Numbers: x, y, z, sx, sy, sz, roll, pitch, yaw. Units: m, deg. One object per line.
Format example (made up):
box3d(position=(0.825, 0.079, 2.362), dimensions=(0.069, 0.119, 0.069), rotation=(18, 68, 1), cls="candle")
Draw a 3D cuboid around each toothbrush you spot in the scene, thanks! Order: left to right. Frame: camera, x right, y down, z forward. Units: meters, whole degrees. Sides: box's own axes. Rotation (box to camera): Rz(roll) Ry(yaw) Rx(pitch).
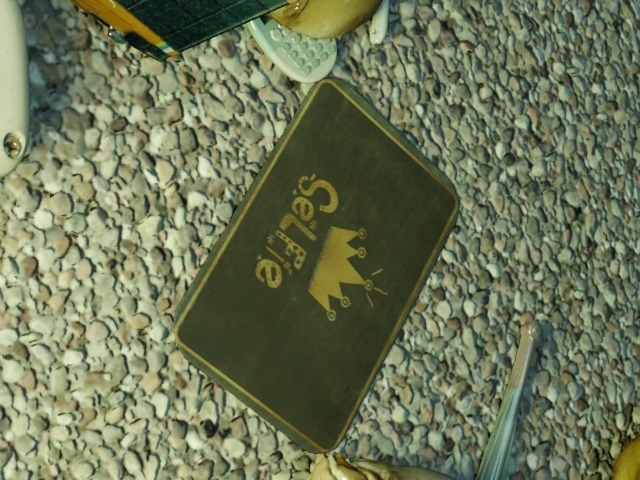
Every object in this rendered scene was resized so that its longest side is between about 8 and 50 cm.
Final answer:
box3d(position=(0.087, -0.346, 1.507), dimensions=(0.026, 0.022, 0.263), rotation=(23, 70, -44), cls="toothbrush")

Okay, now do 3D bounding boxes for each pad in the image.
box3d(position=(-0.001, 0.000, 1.373), dimensions=(0.315, 0.063, 0.375), rotation=(39, 63, -22), cls="pad")

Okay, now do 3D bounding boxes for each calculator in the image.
box3d(position=(-0.038, -0.241, 1.406), dimensions=(0.095, 0.021, 0.153), rotation=(-44, 105, -31), cls="calculator")

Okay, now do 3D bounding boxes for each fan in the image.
box3d(position=(0.209, 0.222, 1.503), dimensions=(0.057, 0.023, 0.282), rotation=(23, 71, -20), cls="fan")

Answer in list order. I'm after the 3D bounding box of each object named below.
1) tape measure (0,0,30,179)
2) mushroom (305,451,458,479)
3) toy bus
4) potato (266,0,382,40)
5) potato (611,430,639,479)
box3d(position=(-0.379, -0.160, 1.099), dimensions=(0.265, 0.130, 0.258), rotation=(-12, 85, -37), cls="tape measure")
box3d(position=(0.137, 0.353, 1.377), dimensions=(0.177, 0.126, 0.397), rotation=(-42, 108, -16), cls="mushroom")
box3d(position=(-0.121, -0.278, 1.208), dimensions=(0.167, 0.275, 0.138), rotation=(35, 65, -28), cls="toy bus")
box3d(position=(-0.016, -0.365, 1.375), dimensions=(0.239, 0.116, 0.299), rotation=(-30, 93, -33), cls="potato")
box3d(position=(0.488, 0.296, 1.609), dimensions=(0.369, 0.176, 0.195), rotation=(-13, 49, -42), cls="potato")
